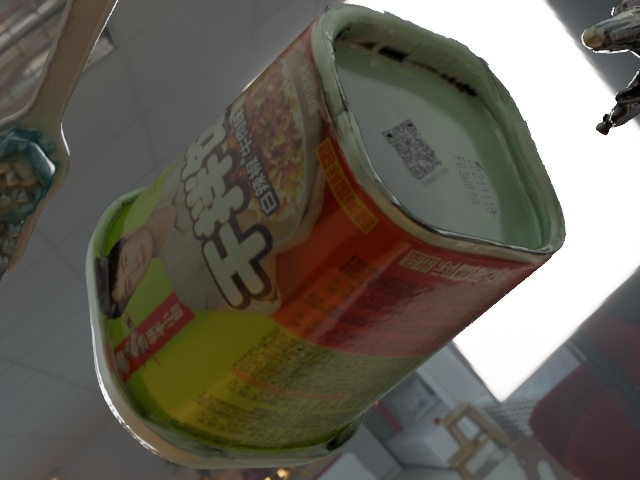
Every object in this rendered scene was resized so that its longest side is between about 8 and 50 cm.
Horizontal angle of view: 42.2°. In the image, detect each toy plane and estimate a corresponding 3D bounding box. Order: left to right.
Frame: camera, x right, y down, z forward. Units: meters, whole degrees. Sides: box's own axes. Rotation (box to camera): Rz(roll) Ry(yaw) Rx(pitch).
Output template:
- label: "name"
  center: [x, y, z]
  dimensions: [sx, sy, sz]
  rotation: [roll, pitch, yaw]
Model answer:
- label: "toy plane"
  center: [0.221, -0.119, 0.497]
  dimensions: [0.262, 0.088, 0.192]
  rotation: [-33, -12, -49]

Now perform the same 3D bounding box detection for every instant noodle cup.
- label: "instant noodle cup"
  center: [0.000, 0.000, 0.649]
  dimensions: [0.308, 0.294, 0.294]
  rotation: [-43, -5, 40]

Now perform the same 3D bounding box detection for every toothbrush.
- label: "toothbrush"
  center: [-0.037, -0.167, 0.268]
  dimensions: [0.418, 0.042, 0.040]
  rotation: [-63, 19, 11]
